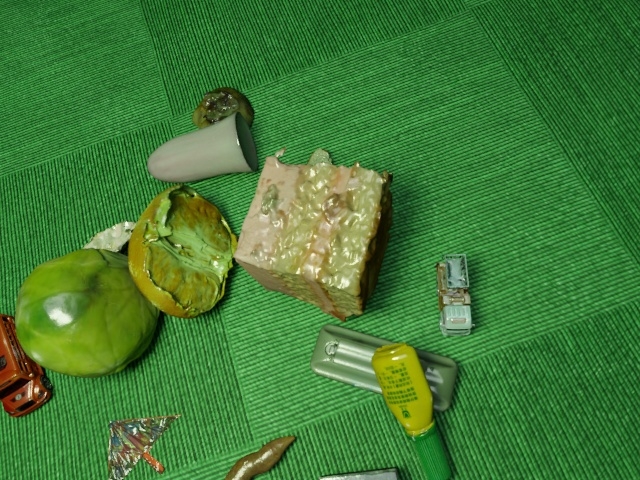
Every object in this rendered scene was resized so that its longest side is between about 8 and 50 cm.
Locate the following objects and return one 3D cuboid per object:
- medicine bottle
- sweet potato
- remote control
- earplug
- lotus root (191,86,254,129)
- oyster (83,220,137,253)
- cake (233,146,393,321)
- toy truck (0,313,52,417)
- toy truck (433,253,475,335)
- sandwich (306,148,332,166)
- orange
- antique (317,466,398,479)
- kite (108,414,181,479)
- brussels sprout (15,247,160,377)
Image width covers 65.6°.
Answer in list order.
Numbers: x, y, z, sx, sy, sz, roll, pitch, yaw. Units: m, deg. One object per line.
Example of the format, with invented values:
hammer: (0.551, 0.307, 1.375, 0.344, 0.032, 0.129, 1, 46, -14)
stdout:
medicine bottle: (0.204, 0.376, 1.077, 0.111, 0.076, 0.308, -22, 88, 39)
sweet potato: (-0.150, 0.510, 1.128, 0.218, 0.051, 0.065, -40, 65, -10)
remote control: (0.146, 0.295, 1.169, 0.336, 0.065, 0.127, 14, 69, 12)
earplug: (-0.349, -0.241, 1.404, 0.302, 0.172, 0.172, -13, 67, 8)
lotus root: (-0.303, -0.386, 1.496, 0.183, 0.078, 0.203, 31, 77, 19)
oyster: (-0.587, 0.028, 1.373, 0.133, 0.071, 0.209, 12, 52, 33)
cake: (0.000, 0.000, 1.191, 0.307, 0.293, 0.314, 11, 66, 17)
toy truck: (-0.786, 0.314, 1.255, 0.108, 0.114, 0.252, -32, 67, -7)
toy truck: (0.321, 0.132, 1.185, 0.080, 0.115, 0.177, -2, 70, 6)
sandwich: (0.004, -0.208, 1.405, 0.093, 0.035, 0.104, 17, 70, 15)
orange: (-0.352, 0.025, 1.240, 0.196, 0.262, 0.334, 0, 67, 24)
antique: (0.080, 0.543, 1.066, 0.183, 0.088, 0.085, -8, 66, 4)
kite: (-0.441, 0.490, 1.196, 0.189, 0.009, 0.232, 35, 76, 19)
brussels sprout: (-0.563, 0.170, 1.203, 0.268, 0.344, 0.343, -30, 66, 20)
